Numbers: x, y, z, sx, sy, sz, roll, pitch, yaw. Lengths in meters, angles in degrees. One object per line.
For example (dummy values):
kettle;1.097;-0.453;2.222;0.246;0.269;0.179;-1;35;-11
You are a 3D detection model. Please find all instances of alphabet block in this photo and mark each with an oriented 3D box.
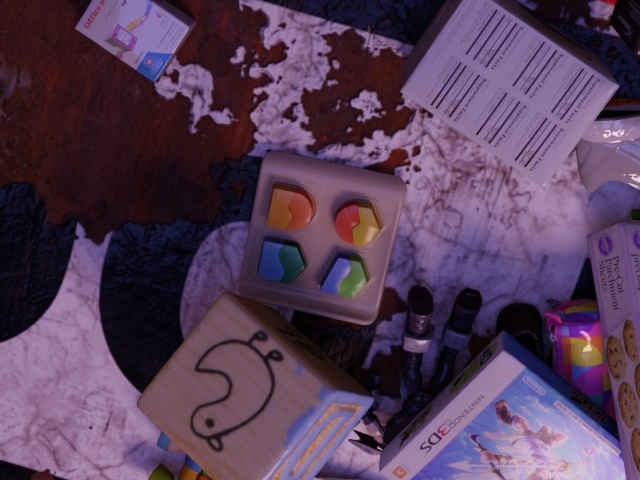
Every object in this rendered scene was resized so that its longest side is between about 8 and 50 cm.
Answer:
alphabet block;-0.079;0.205;1.615;0.197;0.193;0.192;39;91;20

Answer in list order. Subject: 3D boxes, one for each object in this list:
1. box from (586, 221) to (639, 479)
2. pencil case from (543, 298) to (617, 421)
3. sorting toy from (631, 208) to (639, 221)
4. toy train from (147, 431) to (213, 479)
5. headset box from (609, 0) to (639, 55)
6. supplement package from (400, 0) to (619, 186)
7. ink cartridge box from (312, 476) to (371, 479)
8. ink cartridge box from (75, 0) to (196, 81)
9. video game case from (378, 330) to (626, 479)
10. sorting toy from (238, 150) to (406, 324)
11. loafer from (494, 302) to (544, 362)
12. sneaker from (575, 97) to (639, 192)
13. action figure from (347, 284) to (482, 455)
box;0.397;0.141;1.574;0.063;0.067;0.323;1;76;-30
pencil case;0.346;0.191;1.672;0.105;0.104;0.236;-6;106;7
sorting toy;0.445;0.115;1.655;0.126;0.127;0.365;7;108;34
toy train;-0.187;0.368;1.779;0.143;0.105;0.248;26;108;8
headset box;0.481;-0.351;1.436;0.218;0.110;0.293;6;119;-10
supplement package;0.220;-0.199;1.507;0.203;0.194;0.149;33;108;-6
ink cartridge box;0.010;0.418;1.804;0.232;0.066;0.189;23;109;10
ink cartridge box;-0.234;-0.272;1.599;0.122;0.052;0.088;34;107;-5
video game case;0.254;0.288;1.633;0.269;0.061;0.244;38;113;-7
sorting toy;0.000;0.000;1.672;0.193;0.038;0.208;12;108;1
loafer;0.260;0.197;1.690;0.080;0.078;0.220;-3;107;6
sneaker;0.445;-0.113;1.578;0.263;0.099;0.121;1;115;13
action figure;0.140;0.203;1.699;0.185;0.099;0.285;10;112;-6
